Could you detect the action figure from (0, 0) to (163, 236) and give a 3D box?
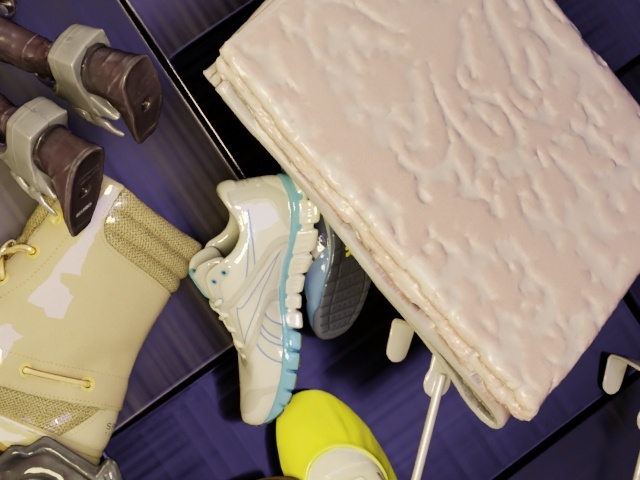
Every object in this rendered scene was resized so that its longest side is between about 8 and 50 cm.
[{"bbox_3d":[-0.249,-0.127,1.272,0.285,0.099,0.185,32,67,17],"label":"action figure"}]

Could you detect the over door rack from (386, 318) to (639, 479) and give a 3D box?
[{"bbox_3d":[0.149,0.227,1.339,0.240,0.108,0.324,12,80,-36],"label":"over door rack"}]

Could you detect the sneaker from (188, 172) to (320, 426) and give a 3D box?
[{"bbox_3d":[-0.055,0.040,1.342,0.083,0.071,0.190,0,106,-19],"label":"sneaker"}]

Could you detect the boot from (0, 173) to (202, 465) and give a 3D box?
[{"bbox_3d":[-0.227,0.025,1.298,0.262,0.095,0.203,29,83,-19],"label":"boot"}]

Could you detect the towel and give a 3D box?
[{"bbox_3d":[0.103,-0.078,1.342,0.332,0.053,0.317,50,47,-9],"label":"towel"}]

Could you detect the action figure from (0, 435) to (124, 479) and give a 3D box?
[{"bbox_3d":[-0.303,0.221,1.198,0.341,0.178,0.330,-39,108,5],"label":"action figure"}]

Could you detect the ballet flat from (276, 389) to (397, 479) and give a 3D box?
[{"bbox_3d":[0.036,0.216,1.374,0.077,0.077,0.231,-21,94,-12],"label":"ballet flat"}]

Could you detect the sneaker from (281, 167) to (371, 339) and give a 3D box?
[{"bbox_3d":[0.000,0.000,1.386,0.053,0.059,0.144,-14,107,-47],"label":"sneaker"}]

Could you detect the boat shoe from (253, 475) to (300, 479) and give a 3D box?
[{"bbox_3d":[-0.075,0.217,1.357,0.152,0.056,0.049,-25,110,4],"label":"boat shoe"}]
